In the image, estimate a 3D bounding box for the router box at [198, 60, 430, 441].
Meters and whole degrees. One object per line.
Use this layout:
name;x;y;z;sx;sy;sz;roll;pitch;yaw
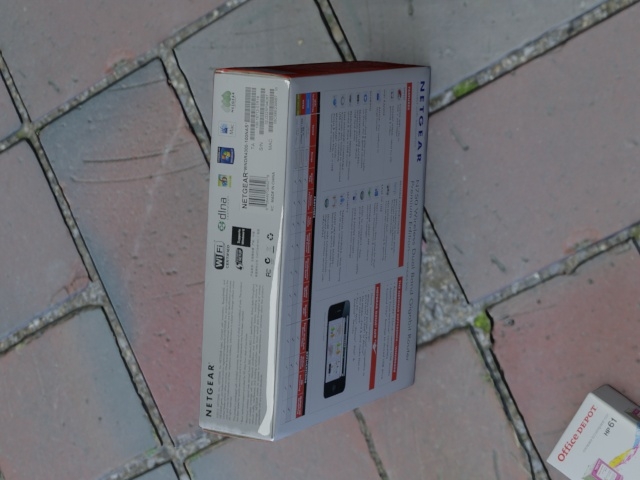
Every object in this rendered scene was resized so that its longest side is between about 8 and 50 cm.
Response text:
router box;0.000;0.000;1.896;0.082;0.301;0.336;7;99;27

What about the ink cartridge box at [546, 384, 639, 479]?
ink cartridge box;0.294;0.210;1.905;0.122;0.052;0.088;37;112;21
